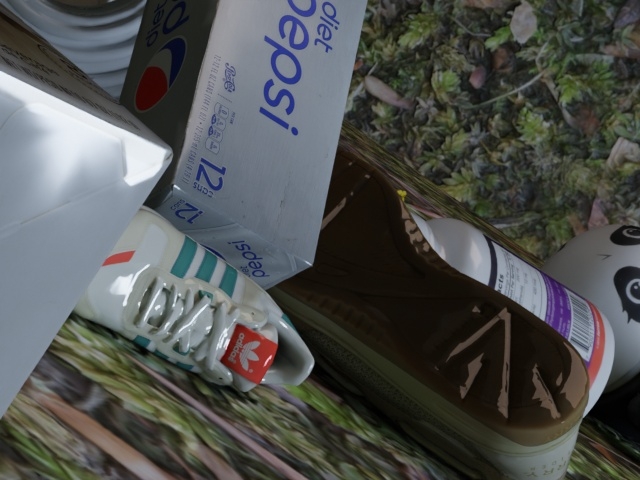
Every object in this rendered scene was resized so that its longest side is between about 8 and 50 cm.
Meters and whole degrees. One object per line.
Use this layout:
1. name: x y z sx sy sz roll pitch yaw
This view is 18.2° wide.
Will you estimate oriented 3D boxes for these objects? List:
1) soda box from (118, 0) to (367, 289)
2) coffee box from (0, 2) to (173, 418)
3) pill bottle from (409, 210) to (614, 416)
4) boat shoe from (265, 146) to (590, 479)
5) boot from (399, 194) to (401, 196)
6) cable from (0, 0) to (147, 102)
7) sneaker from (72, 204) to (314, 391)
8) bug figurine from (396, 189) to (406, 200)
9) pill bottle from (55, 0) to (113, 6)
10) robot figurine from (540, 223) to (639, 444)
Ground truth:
1. soda box: -0.042 -0.108 1.118 0.098 0.286 0.091 30 -37 -28
2. coffee box: -0.211 -0.079 0.667 0.297 0.119 0.168 40 9 37
3. pill bottle: 0.097 0.051 1.343 0.193 0.108 0.108 31 7 -31
4. boat shoe: 0.030 0.042 1.175 0.302 0.109 0.098 38 -32 29
5. boot: 0.000 0.000 1.496 0.106 0.082 0.219 13 10 3
6. cable: -0.146 -0.198 1.252 0.089 0.257 0.257 -123 -164 -72
7. sneaker: -0.057 0.031 0.920 0.075 0.057 0.161 32 1 32
8. bug figurine: -0.015 -0.072 1.749 0.216 0.072 0.279 46 8 3
9. pill bottle: -0.176 -0.251 1.836 0.181 0.181 0.323 31 7 -29
10. robot figurine: 0.312 0.098 1.796 0.278 0.173 0.209 32 -6 -26
